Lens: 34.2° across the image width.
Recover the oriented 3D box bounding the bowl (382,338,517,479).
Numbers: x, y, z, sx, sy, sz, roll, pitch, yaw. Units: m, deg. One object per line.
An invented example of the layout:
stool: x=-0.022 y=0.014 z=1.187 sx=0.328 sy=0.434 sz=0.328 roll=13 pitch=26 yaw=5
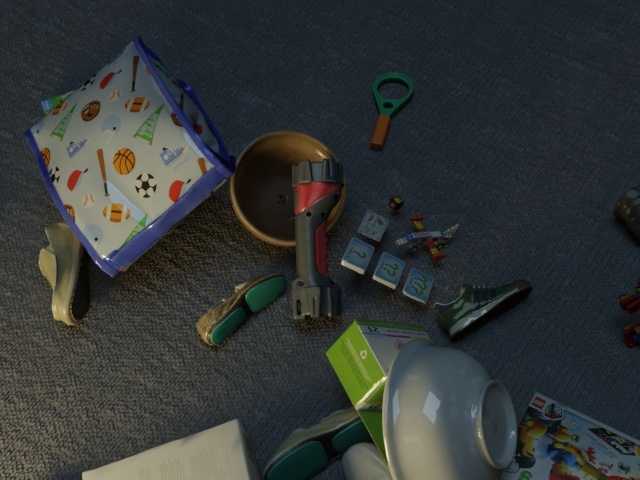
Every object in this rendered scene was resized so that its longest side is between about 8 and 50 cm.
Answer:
bowl: x=0.228 y=0.299 z=1.670 sx=0.134 sy=0.298 sz=0.297 roll=-11 pitch=47 yaw=31

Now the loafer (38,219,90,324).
loafer: x=-0.507 y=0.062 z=2.049 sx=0.092 sy=0.101 sz=0.268 roll=-7 pitch=43 yaw=-1

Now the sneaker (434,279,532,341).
sneaker: x=0.303 y=0.109 z=1.978 sx=0.192 sy=0.064 sz=0.086 roll=-30 pitch=61 yaw=-15

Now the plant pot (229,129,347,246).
plant pot: x=-0.071 y=-0.096 z=2.107 sx=0.238 sy=0.110 sz=0.237 roll=2 pitch=77 yaw=-11

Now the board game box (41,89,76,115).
board game box: x=-0.507 y=-0.287 z=2.349 sx=0.212 sy=0.039 sz=0.160 roll=-21 pitch=54 yaw=-13

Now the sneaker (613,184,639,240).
sneaker: x=0.739 y=-0.072 z=2.082 sx=0.286 sy=0.109 sz=0.130 roll=-24 pitch=61 yaw=-3

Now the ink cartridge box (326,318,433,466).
ink cartridge box: x=0.151 y=0.267 z=1.790 sx=0.189 sy=0.097 sz=0.255 roll=10 pitch=39 yaw=-44

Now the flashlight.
flashlight: x=0.000 y=0.000 z=1.995 sx=0.103 sy=0.103 sz=0.303 roll=-8 pitch=80 yaw=28

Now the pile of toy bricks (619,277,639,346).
pile of toy bricks: x=0.638 y=0.100 z=1.955 sx=0.212 sy=0.118 sz=0.105 roll=-29 pitch=23 yaw=-7

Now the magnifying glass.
magnifying glass: x=0.149 y=-0.293 z=2.323 sx=0.092 sy=0.026 sz=0.230 roll=10 pitch=54 yaw=11

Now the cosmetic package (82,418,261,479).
cosmetic package: x=-0.217 y=0.505 z=1.650 sx=0.285 sy=0.097 sz=0.377 roll=-18 pitch=52 yaw=3

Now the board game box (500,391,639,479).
board game box: x=0.460 y=0.404 z=1.749 sx=0.305 sy=0.053 sz=0.193 roll=24 pitch=58 yaw=20

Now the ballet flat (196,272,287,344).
ballet flat: x=-0.157 y=0.119 z=2.000 sx=0.206 sy=0.073 sz=0.067 roll=-37 pitch=45 yaw=-27

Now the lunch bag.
lunch bag: x=-0.360 y=-0.149 z=2.058 sx=0.328 sy=0.239 sz=0.385 roll=-41 pitch=49 yaw=8

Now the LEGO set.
LEGO set: x=0.162 y=-0.002 z=2.041 sx=0.183 sy=0.060 sz=0.244 roll=26 pitch=41 yaw=2

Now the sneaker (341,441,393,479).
sneaker: x=0.078 y=0.458 z=1.665 sx=0.169 sy=0.108 sz=0.292 roll=-6 pitch=47 yaw=-37

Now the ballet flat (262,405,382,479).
ballet flat: x=0.002 y=0.349 z=1.815 sx=0.249 sy=0.086 sz=0.086 roll=-23 pitch=55 yaw=-15
